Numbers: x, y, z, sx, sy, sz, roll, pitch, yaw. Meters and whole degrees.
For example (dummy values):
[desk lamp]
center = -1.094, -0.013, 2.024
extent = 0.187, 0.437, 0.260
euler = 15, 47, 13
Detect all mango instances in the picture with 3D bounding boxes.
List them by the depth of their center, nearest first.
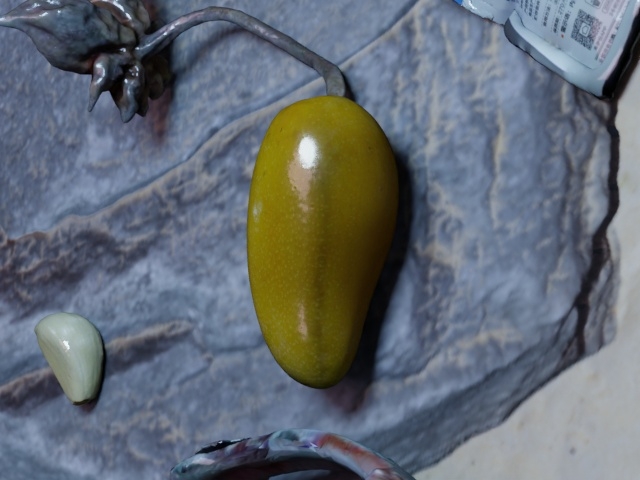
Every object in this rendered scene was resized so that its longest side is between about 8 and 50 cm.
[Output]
[mango]
center = 0.000, 0.000, 1.094
extent = 0.102, 0.085, 0.184
euler = 7, 97, 46

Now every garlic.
[garlic]
center = -0.193, 0.086, 1.333
extent = 0.053, 0.041, 0.083
euler = -51, 54, 36

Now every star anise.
[star anise]
center = -0.098, -0.153, 1.218
extent = 0.227, 0.148, 0.218
euler = -25, 68, 34

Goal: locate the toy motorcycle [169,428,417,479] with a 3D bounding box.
[toy motorcycle]
center = -0.028, 0.238, 1.036
extent = 0.319, 0.241, 0.182
euler = -15, 110, 41

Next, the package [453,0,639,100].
[package]
center = 0.149, -0.191, 1.005
extent = 0.173, 0.027, 0.171
euler = 45, 118, 46
